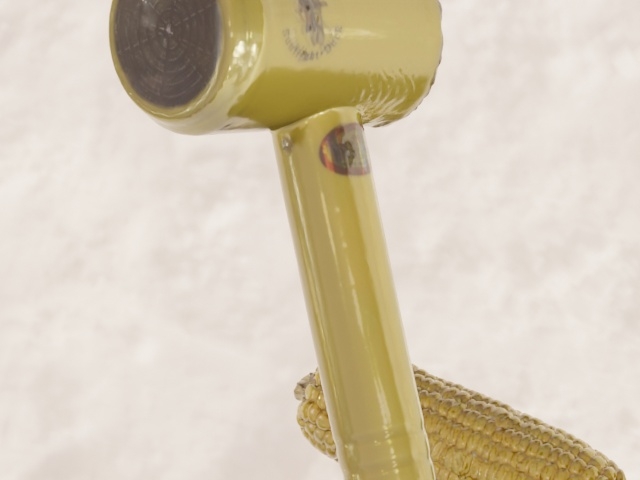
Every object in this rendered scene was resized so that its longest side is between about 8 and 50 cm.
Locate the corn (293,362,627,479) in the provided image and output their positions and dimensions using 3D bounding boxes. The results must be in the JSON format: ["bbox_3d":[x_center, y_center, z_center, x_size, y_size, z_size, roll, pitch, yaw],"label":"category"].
[{"bbox_3d":[0.081,0.126,1.180,0.238,0.080,0.080,18,86,33],"label":"corn"}]

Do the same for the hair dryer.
[{"bbox_3d":[0.000,0.000,0.833,0.090,0.135,0.279,-16,85,40],"label":"hair dryer"}]
